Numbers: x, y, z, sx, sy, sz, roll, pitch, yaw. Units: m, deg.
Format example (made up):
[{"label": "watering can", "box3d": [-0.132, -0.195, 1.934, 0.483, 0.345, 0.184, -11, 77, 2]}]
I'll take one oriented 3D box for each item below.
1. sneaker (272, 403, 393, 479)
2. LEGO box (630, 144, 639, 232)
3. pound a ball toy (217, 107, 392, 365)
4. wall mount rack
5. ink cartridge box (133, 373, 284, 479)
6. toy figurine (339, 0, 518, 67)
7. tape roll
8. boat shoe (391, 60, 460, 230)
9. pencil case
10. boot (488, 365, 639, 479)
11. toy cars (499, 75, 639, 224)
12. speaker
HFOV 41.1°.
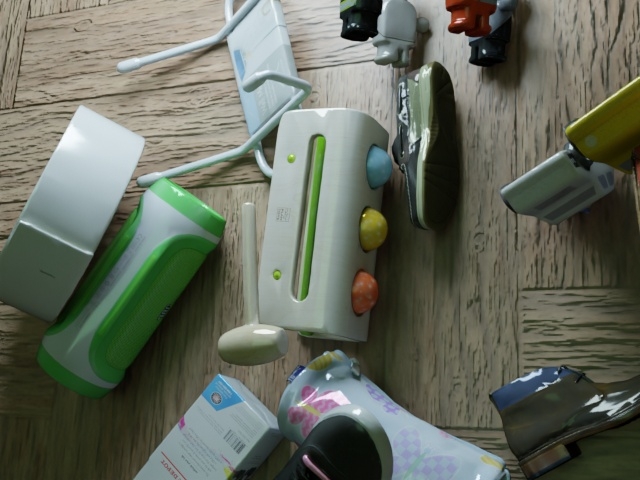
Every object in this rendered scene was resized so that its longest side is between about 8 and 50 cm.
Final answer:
[{"label": "sneaker", "box3d": [-0.028, 0.293, 0.911, 0.104, 0.147, 0.296, 45, 134, 16]}, {"label": "LEGO box", "box3d": [0.517, 0.076, 0.605, 0.372, 0.193, 0.500, -29, 109, 29]}, {"label": "pound a ball toy", "box3d": [0.000, 0.000, 1.025, 0.135, 0.208, 0.319, 2, 79, 24]}, {"label": "wall mount rack", "box3d": [-0.152, -0.231, 1.215, 0.304, 0.130, 0.350, -35, 60, 42]}, {"label": "ink cartridge box", "box3d": [-0.142, 0.275, 1.091, 0.104, 0.061, 0.181, 41, 92, 27]}, {"label": "toy figurine", "box3d": [0.137, -0.310, 1.067, 0.213, 0.209, 0.148, 3, 87, 23]}, {"label": "tape roll", "box3d": [-0.344, -0.035, 1.150, 0.100, 0.286, 0.286, 29, 86, -17]}, {"label": "boat shoe", "box3d": [0.129, -0.117, 1.093, 0.073, 0.080, 0.224, -9, 72, 41]}, {"label": "pencil case", "box3d": [0.080, 0.240, 0.984, 0.273, 0.113, 0.124, 32, 63, 27]}, {"label": "boot", "box3d": [0.291, 0.164, 0.936, 0.219, 0.082, 0.106, -36, 67, 11]}, {"label": "toy cars", "box3d": [0.286, -0.076, 0.852, 0.176, 0.394, 0.087, -30, 82, -8]}, {"label": "speaker", "box3d": [-0.256, 0.064, 1.164, 0.131, 0.131, 0.296, 35, 90, 27]}]
